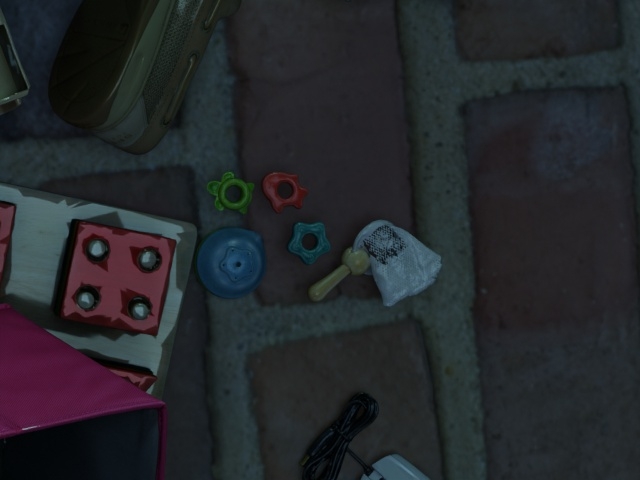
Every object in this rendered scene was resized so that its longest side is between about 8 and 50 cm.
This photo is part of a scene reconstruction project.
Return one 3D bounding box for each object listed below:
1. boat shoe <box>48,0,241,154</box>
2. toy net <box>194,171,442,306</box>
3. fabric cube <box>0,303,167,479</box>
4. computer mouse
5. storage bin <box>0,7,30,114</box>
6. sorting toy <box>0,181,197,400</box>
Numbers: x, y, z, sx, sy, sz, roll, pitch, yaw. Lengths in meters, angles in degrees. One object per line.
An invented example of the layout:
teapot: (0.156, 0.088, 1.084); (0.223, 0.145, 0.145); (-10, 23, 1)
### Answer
boat shoe: (-0.129, -0.245, 1.572); (0.110, 0.121, 0.341); (30, 85, -48)
toy net: (0.000, 0.000, 1.640); (0.232, 0.045, 0.122); (4, 90, -15)
fabric cube: (-0.298, 0.216, 1.343); (0.259, 0.258, 0.254); (-8, 112, -37)
computer mouse: (0.074, 0.244, 1.668); (0.193, 0.042, 0.106); (42, 82, -11)
storage bin: (-0.417, -0.197, 1.492); (0.260, 0.123, 0.262); (-21, 97, -12)
sorting toy: (-0.256, 0.085, 1.560); (0.257, 0.089, 0.255); (12, 90, -14)
